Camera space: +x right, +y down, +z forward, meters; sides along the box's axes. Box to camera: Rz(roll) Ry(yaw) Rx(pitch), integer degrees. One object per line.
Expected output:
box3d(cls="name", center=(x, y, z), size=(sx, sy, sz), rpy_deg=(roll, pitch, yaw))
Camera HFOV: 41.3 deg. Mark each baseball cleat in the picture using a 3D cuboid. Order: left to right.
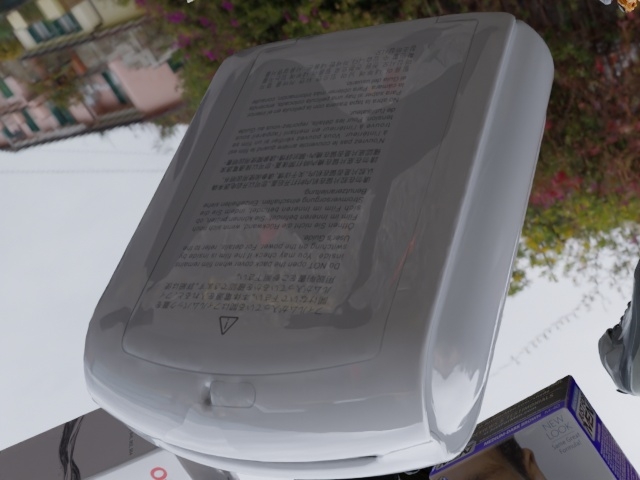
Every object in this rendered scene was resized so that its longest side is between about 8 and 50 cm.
box3d(cls="baseball cleat", center=(0.424, 0.107, 1.156), size=(0.109, 0.072, 0.206), rpy_deg=(-4, -104, 62))

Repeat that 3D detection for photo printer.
box3d(cls="photo printer", center=(0.000, 0.000, 0.545), size=(0.256, 0.107, 0.307), rpy_deg=(-1, -127, 31))

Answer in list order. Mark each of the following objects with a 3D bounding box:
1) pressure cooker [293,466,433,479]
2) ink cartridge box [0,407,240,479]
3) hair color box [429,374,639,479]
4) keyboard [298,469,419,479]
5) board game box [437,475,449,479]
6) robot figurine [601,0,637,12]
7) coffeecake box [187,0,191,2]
box3d(cls="pressure cooker", center=(0.111, 0.493, 1.263), size=(0.420, 0.370, 0.375), rpy_deg=(-67, -155, 13))
box3d(cls="ink cartridge box", center=(-0.245, 0.305, 0.957), size=(0.273, 0.198, 0.115), rpy_deg=(-24, -150, 4))
box3d(cls="hair color box", center=(0.299, 0.348, 0.969), size=(0.185, 0.339, 0.110), rpy_deg=(-35, 178, 23))
box3d(cls="keyboard", center=(0.027, 0.138, 0.611), size=(0.023, 0.108, 0.180), rpy_deg=(-37, -126, 55))
box3d(cls="board game box", center=(0.184, 0.414, 0.840), size=(0.291, 0.232, 0.141), rpy_deg=(30, -135, 10))
box3d(cls="robot figurine", center=(0.486, -0.451, 1.166), size=(0.211, 0.291, 0.085), rpy_deg=(-11, -128, -35))
box3d(cls="coffeecake box", center=(-0.121, -0.369, 0.884), size=(0.142, 0.185, 0.068), rpy_deg=(-20, -151, 20))
